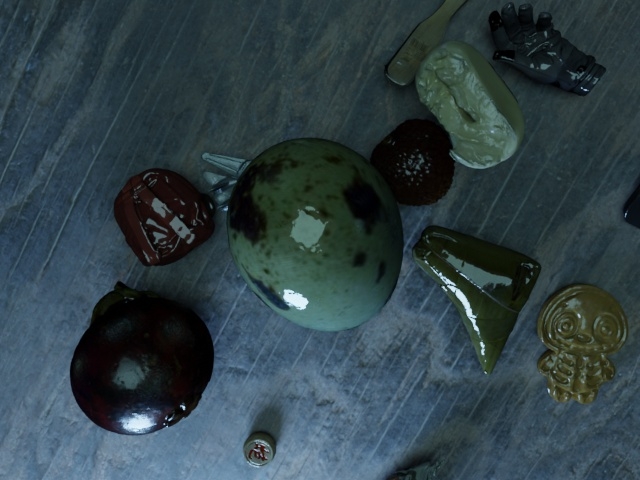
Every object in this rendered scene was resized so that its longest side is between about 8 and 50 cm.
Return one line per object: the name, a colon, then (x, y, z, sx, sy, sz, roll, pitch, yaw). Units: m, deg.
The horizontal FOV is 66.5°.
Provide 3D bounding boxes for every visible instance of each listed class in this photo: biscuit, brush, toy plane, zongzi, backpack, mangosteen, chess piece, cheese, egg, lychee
biscuit: (0.605, 0.245, 1.142, 0.202, 0.044, 0.288, 9, 95, 2)
brush: (0.253, -0.468, 1.080, 0.070, 0.065, 0.327, 37, 88, 5)
toy plane: (-0.127, -0.150, 1.126, 0.267, 0.088, 0.212, -27, 95, -2)
zongzi: (0.312, 0.137, 1.103, 0.274, 0.145, 0.300, 19, 104, 5)
backpack: (-0.366, -0.058, 1.117, 0.229, 0.139, 0.229, 1, 99, 8)
mangosteen: (-0.410, 0.253, 1.088, 0.359, 0.306, 0.306, 39, 98, 19)
chess piece: (-0.153, 0.524, 1.223, 0.084, 0.038, 0.083, 0, 95, 2)
cheese: (0.305, -0.278, 0.998, 0.127, 0.233, 0.266, -35, 96, 38)
egg: (0.000, 0.000, 0.995, 0.345, 0.345, 0.428, -27, 117, 6)
lychee: (0.201, -0.164, 1.051, 0.194, 0.194, 0.194, 0, 97, 4)

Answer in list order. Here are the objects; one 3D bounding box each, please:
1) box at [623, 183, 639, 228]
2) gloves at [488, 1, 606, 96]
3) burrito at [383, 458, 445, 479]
box: (0.803, -0.098, 1.067, 0.201, 0.042, 0.212, 22, 119, -2)
gloves: (0.473, -0.398, 1.041, 0.285, 0.119, 0.142, 34, 86, -14)
burrito: (0.162, 0.694, 1.192, 0.139, 0.101, 0.445, 30, 99, 5)
